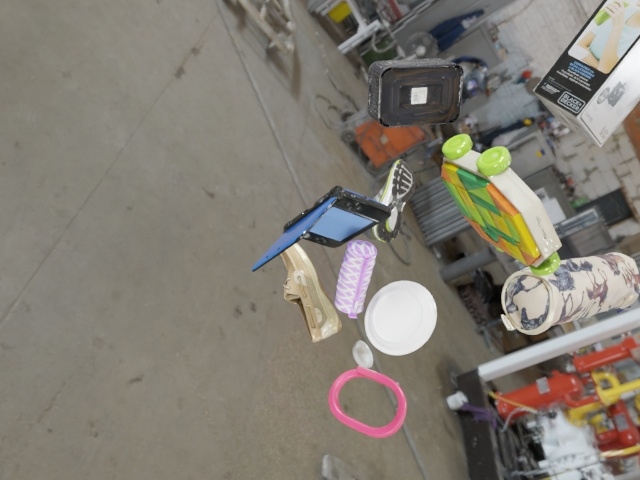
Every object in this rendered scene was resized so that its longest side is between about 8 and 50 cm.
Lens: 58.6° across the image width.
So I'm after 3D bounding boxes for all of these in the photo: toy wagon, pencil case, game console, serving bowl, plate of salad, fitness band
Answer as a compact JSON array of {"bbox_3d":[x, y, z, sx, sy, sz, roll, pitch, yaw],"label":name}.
[{"bbox_3d":[0.319,-0.077,1.095,0.267,0.068,0.344,53,-2,-28],"label":"toy wagon"},{"bbox_3d":[0.090,0.100,1.486,0.088,0.086,0.206,-101,-163,-59],"label":"pencil case"},{"bbox_3d":[0.000,0.000,1.451,0.250,0.293,0.174,19,63,-24],"label":"game console"},{"bbox_3d":[0.648,0.136,1.478,0.410,0.184,0.160,-6,40,-32],"label":"pencil case"},{"bbox_3d":[0.120,0.340,1.689,0.083,0.027,0.083,38,34,-32],"label":"serving bowl"},{"bbox_3d":[0.209,0.201,1.479,0.048,0.199,0.200,38,33,-50],"label":"plate of salad"},{"bbox_3d":[0.165,0.564,2.002,0.209,0.290,0.054,-64,147,-15],"label":"fitness band"}]

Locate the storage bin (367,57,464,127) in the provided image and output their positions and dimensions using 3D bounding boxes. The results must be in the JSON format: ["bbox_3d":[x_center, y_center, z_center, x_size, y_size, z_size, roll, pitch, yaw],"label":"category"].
[{"bbox_3d":[0.196,-0.309,1.192,0.084,0.180,0.122,-119,-155,-61],"label":"storage bin"}]

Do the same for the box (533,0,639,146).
[{"bbox_3d":[0.477,-0.304,0.876,0.169,0.290,0.087,12,29,-51],"label":"box"}]

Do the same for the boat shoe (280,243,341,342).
[{"bbox_3d":[-0.059,0.144,1.740,0.341,0.110,0.122,60,-16,21],"label":"boat shoe"}]

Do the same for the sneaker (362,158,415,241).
[{"bbox_3d":[0.206,-0.131,1.815,0.111,0.121,0.300,40,63,-31],"label":"sneaker"}]
